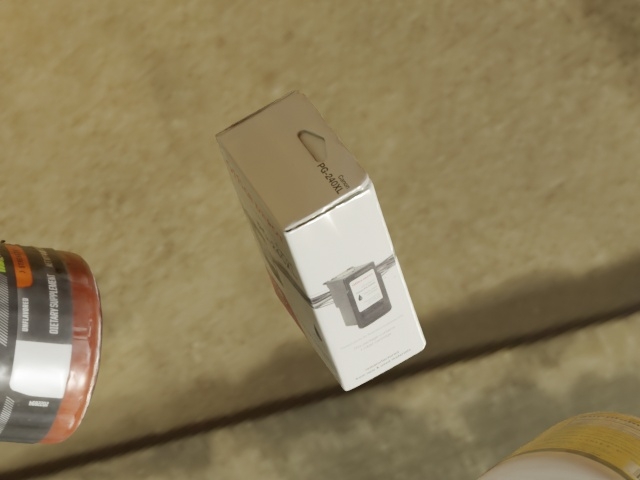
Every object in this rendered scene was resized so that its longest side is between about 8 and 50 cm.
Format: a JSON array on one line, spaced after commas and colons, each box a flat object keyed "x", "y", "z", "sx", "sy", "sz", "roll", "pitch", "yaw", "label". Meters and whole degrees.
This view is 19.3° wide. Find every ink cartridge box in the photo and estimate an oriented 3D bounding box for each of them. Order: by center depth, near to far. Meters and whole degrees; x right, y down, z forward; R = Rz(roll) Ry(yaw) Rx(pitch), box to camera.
[{"x": 0.000, "y": 0.000, "z": 1.154, "sx": 0.063, "sy": 0.150, "sz": 0.109, "roll": -29, "pitch": 44, "yaw": -8, "label": "ink cartridge box"}]

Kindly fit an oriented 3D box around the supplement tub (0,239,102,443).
[{"x": -0.218, "y": 0.047, "z": 0.959, "sx": 0.198, "sy": 0.106, "sz": 0.106, "roll": 6, "pitch": 64, "yaw": -26, "label": "supplement tub"}]

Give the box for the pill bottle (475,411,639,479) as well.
[{"x": 0.082, "y": 0.086, "z": 0.566, "sx": 0.065, "sy": 0.065, "sz": 0.116, "roll": 64, "pitch": 20, "yaw": 6, "label": "pill bottle"}]
